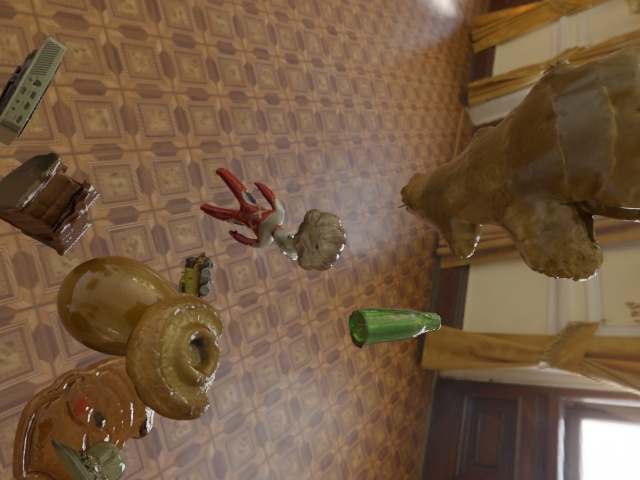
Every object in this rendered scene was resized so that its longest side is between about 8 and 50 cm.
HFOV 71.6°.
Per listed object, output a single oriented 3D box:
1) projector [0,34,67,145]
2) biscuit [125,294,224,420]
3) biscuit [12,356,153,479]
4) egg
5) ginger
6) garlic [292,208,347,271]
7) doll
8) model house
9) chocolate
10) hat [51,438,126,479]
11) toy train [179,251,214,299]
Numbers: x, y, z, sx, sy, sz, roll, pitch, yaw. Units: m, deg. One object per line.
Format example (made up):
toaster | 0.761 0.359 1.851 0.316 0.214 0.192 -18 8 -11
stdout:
projector | -0.762 -0.383 1.144 0.079 0.259 0.257 29 74 -37
biscuit | -0.314 0.244 0.975 0.213 0.091 0.274 34 48 -44
biscuit | -0.696 0.544 1.352 0.455 0.078 0.349 -34 115 -55
egg | -0.516 0.176 1.170 0.322 0.250 0.250 27 60 -18
ginger | 0.264 -0.060 0.557 0.166 0.375 0.236 -17 74 -27
garlic | 0.000 0.000 1.127 0.102 0.147 0.159 16 74 -52
doll | -0.186 -0.066 1.303 0.188 0.384 0.099 -61 156 14
model house | -0.730 -0.094 1.215 0.199 0.220 0.229 -63 146 -23
chocolate | 0.229 0.248 1.310 0.291 0.110 0.110 1 81 -26
hat | -0.554 0.571 1.115 0.110 0.252 0.252 -33 108 -42
toy train | -0.495 0.142 1.770 0.089 0.127 0.219 -103 -159 -66
